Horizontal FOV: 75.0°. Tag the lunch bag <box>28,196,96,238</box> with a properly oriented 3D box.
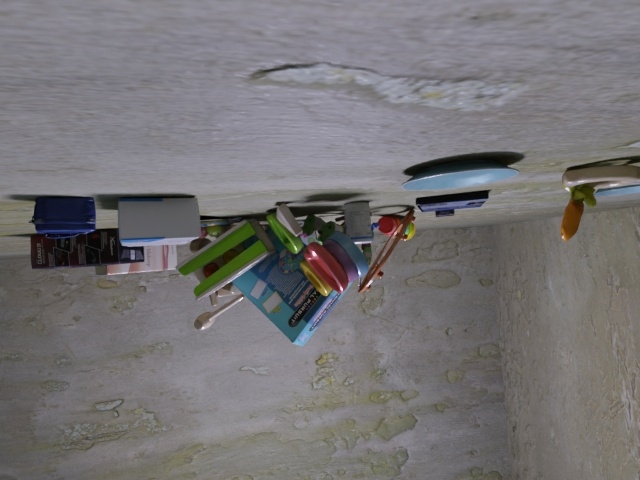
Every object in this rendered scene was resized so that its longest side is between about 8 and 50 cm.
[{"bbox_3d":[-0.437,-0.037,0.708,0.098,0.065,0.067,-4,178,-32],"label":"lunch bag"}]

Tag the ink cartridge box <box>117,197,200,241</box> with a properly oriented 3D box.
[{"bbox_3d":[-0.328,-0.033,0.838,0.139,0.082,0.190,-3,179,-25],"label":"ink cartridge box"}]

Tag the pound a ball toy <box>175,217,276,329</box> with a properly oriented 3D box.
[{"bbox_3d":[-0.282,0.101,1.280,0.319,0.208,0.136,-34,179,10],"label":"pound a ball toy"}]

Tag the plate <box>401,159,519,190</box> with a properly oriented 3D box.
[{"bbox_3d":[0.229,-0.110,0.698,0.188,0.024,0.188,-5,179,0],"label":"plate"}]

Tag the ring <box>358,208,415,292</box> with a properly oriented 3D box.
[{"bbox_3d":[0.230,0.042,1.416,0.032,0.337,0.336,32,-179,4],"label":"ring"}]

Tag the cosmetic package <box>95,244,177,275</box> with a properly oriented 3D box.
[{"bbox_3d":[-0.772,0.062,1.754,0.129,0.153,0.296,-5,180,42],"label":"cosmetic package"}]

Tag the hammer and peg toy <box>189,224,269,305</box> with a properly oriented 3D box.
[{"bbox_3d":[-0.313,0.077,1.505,0.127,0.266,0.361,9,-171,43],"label":"hammer and peg toy"}]

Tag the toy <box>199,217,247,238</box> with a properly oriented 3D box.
[{"bbox_3d":[-0.336,-0.034,1.215,0.136,0.056,0.237,-4,179,25],"label":"toy"}]

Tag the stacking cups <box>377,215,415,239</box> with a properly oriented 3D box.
[{"bbox_3d":[0.301,-0.052,1.706,0.096,0.096,0.316,-5,177,28],"label":"stacking cups"}]

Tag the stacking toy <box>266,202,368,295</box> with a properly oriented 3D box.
[{"bbox_3d":[0.000,0.000,1.097,0.130,0.279,0.309,-38,-176,-15],"label":"stacking toy"}]

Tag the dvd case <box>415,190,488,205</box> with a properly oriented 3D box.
[{"bbox_3d":[0.370,-0.107,1.183,0.180,0.022,0.253,-4,179,17],"label":"dvd case"}]

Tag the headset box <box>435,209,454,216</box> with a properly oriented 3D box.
[{"bbox_3d":[0.418,-0.098,1.405,0.062,0.032,0.083,-5,180,15],"label":"headset box"}]

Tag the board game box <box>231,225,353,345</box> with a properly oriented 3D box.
[{"bbox_3d":[-0.104,0.127,1.334,0.336,0.254,0.079,38,178,30],"label":"board game box"}]

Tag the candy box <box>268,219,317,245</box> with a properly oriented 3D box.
[{"bbox_3d":[-0.097,0.027,1.512,0.164,0.196,0.070,-4,178,-16],"label":"candy box"}]

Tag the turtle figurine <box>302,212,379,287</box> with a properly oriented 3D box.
[{"bbox_3d":[0.061,0.026,1.357,0.274,0.198,0.266,-43,143,23],"label":"turtle figurine"}]

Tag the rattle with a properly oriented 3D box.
[{"bbox_3d":[0.561,-0.080,0.770,0.199,0.143,0.130,1,163,27],"label":"rattle"}]

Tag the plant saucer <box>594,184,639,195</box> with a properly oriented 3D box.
[{"bbox_3d":[0.735,-0.134,0.949,0.194,0.038,0.195,-5,178,0],"label":"plant saucer"}]

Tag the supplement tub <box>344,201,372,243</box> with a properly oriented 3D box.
[{"bbox_3d":[0.100,-0.045,1.110,0.071,0.107,0.071,-4,178,0],"label":"supplement tub"}]

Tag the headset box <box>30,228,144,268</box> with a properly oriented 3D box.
[{"bbox_3d":[-0.767,0.031,1.369,0.293,0.110,0.218,-4,178,-2],"label":"headset box"}]
